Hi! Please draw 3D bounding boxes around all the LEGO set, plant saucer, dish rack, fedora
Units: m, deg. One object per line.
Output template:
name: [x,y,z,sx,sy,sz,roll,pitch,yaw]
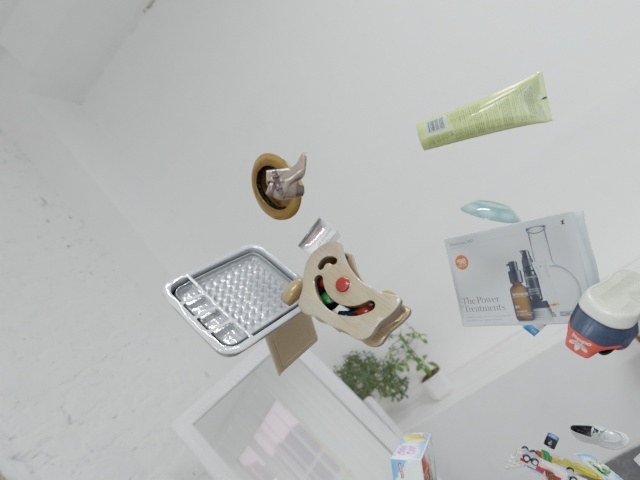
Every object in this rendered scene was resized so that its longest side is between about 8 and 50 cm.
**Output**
LEGO set: [0.452,0.427,0.723,0.244,0.183,0.060,40,115,64]
plant saucer: [0.564,-0.102,1.389,0.195,0.195,0.037,-36,-42,-64]
dish rack: [-0.207,0.155,1.115,0.333,0.286,0.072,-29,-36,-41]
fedora: [-0.106,-0.151,1.155,0.079,0.194,0.194,-24,-13,-44]

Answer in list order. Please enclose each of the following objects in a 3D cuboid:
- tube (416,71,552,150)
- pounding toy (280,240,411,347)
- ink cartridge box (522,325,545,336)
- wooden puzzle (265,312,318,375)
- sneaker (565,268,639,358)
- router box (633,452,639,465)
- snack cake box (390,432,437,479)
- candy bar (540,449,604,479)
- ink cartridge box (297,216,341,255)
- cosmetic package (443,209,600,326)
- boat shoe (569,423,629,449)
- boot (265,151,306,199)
tube: [0.314,-0.239,0.827,0.240,0.070,0.062,-14,53,24]
pounding toy: [0.056,0.106,0.847,0.154,0.270,0.155,-62,-34,-10]
ink cartridge box: [0.778,0.270,1.499,0.122,0.052,0.088,-54,-10,19]
wooden puzzle: [-0.109,0.318,1.485,0.044,0.220,0.239,2,26,39]
sneaker: [0.642,0.163,0.915,0.350,0.131,0.148,-4,-58,-32]
router box: [0.824,0.440,0.737,0.301,0.082,0.335,-54,31,14]
snack cake box: [0.287,0.693,1.268,0.089,0.152,0.264,-8,-12,19]
candy bar: [0.657,0.590,1.109,0.162,0.018,0.040,8,-1,37]
ink cartridge box: [0.000,0.000,1.222,0.104,0.062,0.181,-53,-9,1]
cosmetic package: [0.560,0.093,1.197,0.098,0.284,0.377,-5,-8,-40]
boat shoe: [0.976,0.682,1.487,0.066,0.063,0.184,-57,17,-22]
boot: [-0.078,-0.147,0.939,0.042,0.087,0.118,114,161,-72]
